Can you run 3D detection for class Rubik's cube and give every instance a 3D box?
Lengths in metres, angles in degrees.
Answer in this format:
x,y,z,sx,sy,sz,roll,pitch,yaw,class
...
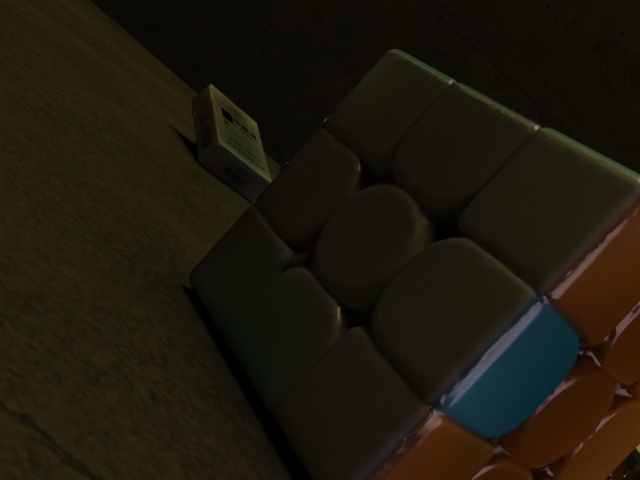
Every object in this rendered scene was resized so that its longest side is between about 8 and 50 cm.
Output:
x,y,z,sx,sy,sz,roll,pitch,yaw,class
0.115,0.062,0.611,0.291,0.291,0.290,38,7,-42,Rubik's cube

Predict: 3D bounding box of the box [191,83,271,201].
x,y,z,sx,sy,sz,roll,pitch,yaw,class
-0.191,-0.210,1.474,0.155,0.067,0.243,40,22,-37,box

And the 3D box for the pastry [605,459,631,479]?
x,y,z,sx,sy,sz,roll,pitch,yaw,class
0.305,0.265,0.927,0.218,0.100,0.229,-19,58,-40,pastry

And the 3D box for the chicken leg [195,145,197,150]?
x,y,z,sx,sy,sz,roll,pitch,yaw,class
-0.236,-0.215,1.568,0.093,0.070,0.178,47,12,-3,chicken leg

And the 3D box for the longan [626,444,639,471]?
x,y,z,sx,sy,sz,roll,pitch,yaw,class
0.561,0.439,1.271,0.198,0.198,0.212,40,21,-14,longan

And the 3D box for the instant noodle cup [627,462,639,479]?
x,y,z,sx,sy,sz,roll,pitch,yaw,class
0.442,0.401,0.940,0.182,0.144,0.182,41,5,-5,instant noodle cup
